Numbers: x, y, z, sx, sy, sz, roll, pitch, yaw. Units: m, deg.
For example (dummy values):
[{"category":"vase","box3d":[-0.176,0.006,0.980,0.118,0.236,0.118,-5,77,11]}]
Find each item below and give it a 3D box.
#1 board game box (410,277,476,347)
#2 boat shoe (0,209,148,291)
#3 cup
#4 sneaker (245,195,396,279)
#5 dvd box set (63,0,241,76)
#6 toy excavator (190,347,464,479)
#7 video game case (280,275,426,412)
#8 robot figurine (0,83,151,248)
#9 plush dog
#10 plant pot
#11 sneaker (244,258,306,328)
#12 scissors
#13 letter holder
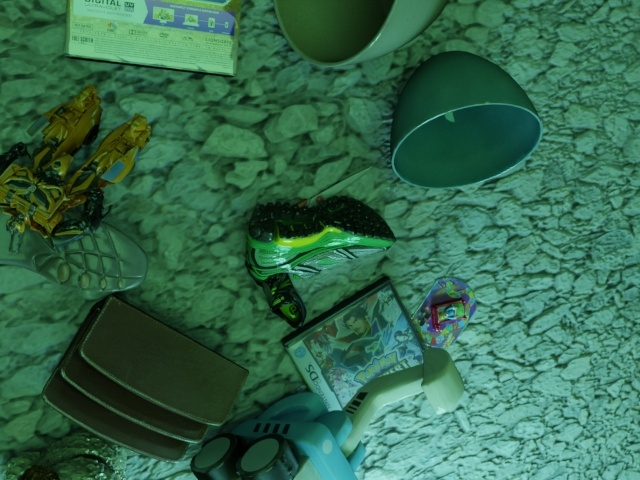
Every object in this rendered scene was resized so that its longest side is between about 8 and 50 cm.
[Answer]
[{"category":"board game box","box3d":[0.292,0.171,1.472,0.133,0.033,0.168,35,89,-20]},{"category":"boat shoe","box3d":[-0.484,0.000,1.152,0.356,0.130,0.132,17,91,-14]},{"category":"cup","box3d":[0.103,-0.482,1.173,0.237,0.331,0.330,-11,104,-42]},{"category":"sneaker","box3d":[0.000,0.000,1.304,0.344,0.134,0.146,-3,132,-30]},{"category":"dvd box set","box3d":[-0.289,-0.522,1.150,0.308,0.062,0.420,2,100,-17]},{"category":"toy excavator","box3d":[0.027,0.388,1.310,0.445,0.433,0.222,-47,115,-44]},{"category":"video game case","box3d":[0.087,0.252,1.422,0.275,0.035,0.248,-30,107,-10]},{"category":"robot figurine","box3d":[-0.430,-0.128,1.090,0.211,0.085,0.291,30,57,0]},{"category":"plush dog","box3d":[-0.435,0.448,1.195,0.262,0.225,0.210,34,89,-20]},{"category":"plant pot","box3d":[0.271,-0.260,1.283,0.291,0.290,0.195,1,63,-17]},{"category":"sneaker","box3d":[-0.085,0.102,1.316,0.067,0.078,0.188,-32,107,5]},{"category":"scissors","box3d":[-0.022,-0.082,1.334,0.297,0.021,0.109,-46,109,-4]},{"category":"letter holder","box3d":[-0.327,0.273,1.196,0.302,0.152,0.214,34,62,-20]}]
